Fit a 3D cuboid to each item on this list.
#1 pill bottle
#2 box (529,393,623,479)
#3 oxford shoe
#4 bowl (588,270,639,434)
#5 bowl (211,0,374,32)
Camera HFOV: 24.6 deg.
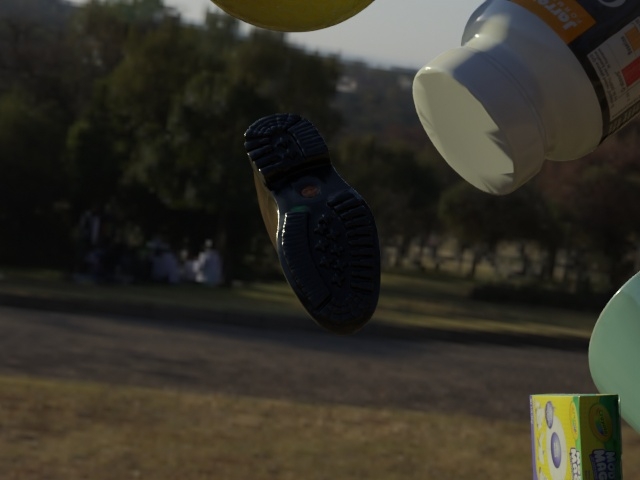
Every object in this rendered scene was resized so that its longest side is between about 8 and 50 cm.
[{"bbox_3d":[0.226,-0.170,1.287,0.278,0.162,0.162,-37,21,-19],"label":"pill bottle"},{"bbox_3d":[0.242,0.196,1.378,0.043,0.105,0.179,-1,-6,-11],"label":"box"},{"bbox_3d":[0.000,0.000,1.209,0.083,0.096,0.227,-13,47,-6],"label":"oxford shoe"},{"bbox_3d":[0.490,0.166,1.750,0.312,0.311,0.163,7,36,-12],"label":"bowl"},{"bbox_3d":[-0.055,-0.362,1.540,0.289,0.289,0.156,9,12,21],"label":"bowl"}]
